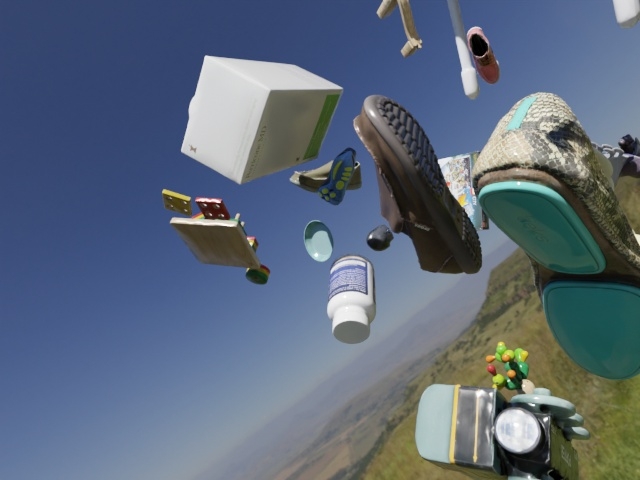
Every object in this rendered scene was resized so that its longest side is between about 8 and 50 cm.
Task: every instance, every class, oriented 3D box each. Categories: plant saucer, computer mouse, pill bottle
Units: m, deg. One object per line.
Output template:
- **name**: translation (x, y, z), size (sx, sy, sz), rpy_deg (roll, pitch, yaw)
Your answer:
- **plant saucer**: translation (0.000, 0.000, 1.298), size (0.021, 0.119, 0.119), rpy_deg (-15, -27, -41)
- **computer mouse**: translation (0.221, -0.036, 1.402), size (0.242, 0.071, 0.041), rpy_deg (-34, -10, -43)
- **pill bottle**: translation (0.061, 0.113, 0.891), size (0.094, 0.094, 0.169), rpy_deg (-48, 22, 33)

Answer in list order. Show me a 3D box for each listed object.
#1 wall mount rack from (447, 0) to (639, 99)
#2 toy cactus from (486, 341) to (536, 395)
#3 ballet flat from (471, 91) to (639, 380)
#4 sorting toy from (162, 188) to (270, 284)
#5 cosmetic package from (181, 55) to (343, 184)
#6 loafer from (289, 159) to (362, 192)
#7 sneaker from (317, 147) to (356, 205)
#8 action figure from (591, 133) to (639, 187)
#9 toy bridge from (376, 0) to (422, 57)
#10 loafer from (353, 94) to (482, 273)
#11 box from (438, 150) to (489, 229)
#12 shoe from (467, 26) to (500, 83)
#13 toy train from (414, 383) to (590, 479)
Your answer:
- **wall mount rack**: translation (0.146, -0.316, 0.454), size (0.131, 0.304, 0.350), rpy_deg (-58, 17, -11)
- **toy cactus**: translation (0.535, 0.379, 1.264), size (0.112, 0.181, 0.219), rpy_deg (-38, -16, 27)
- **ballet flat**: translation (0.355, 0.005, 0.601), size (0.164, 0.483, 0.182), rpy_deg (2, 55, 49)
- **sorting toy**: translation (-0.188, -0.012, 0.839), size (0.275, 0.132, 0.046), rpy_deg (70, -151, -52)
- **cosmetic package**: translation (-0.109, -0.267, 0.985), size (0.365, 0.155, 0.197), rpy_deg (-40, -24, -60)
- **loafer**: translation (0.020, -0.194, 1.324), size (0.251, 0.094, 0.088), rpy_deg (-10, -61, -39)
- **sneaker**: translation (0.046, -0.152, 1.110), size (0.078, 0.067, 0.188), rpy_deg (-58, -2, -35)
- **action figure**: translation (0.556, -0.129, 0.780), size (0.284, 0.099, 0.185), rpy_deg (-6, 15, -10)
- **toy bridge**: translation (0.118, -0.402, 0.770), size (0.026, 0.188, 0.063), rpy_deg (-32, -2, -20)
- **loafer**: translation (0.149, -0.069, 0.782), size (0.130, 0.366, 0.134), rpy_deg (-22, 24, 31)
- **box**: translation (0.429, -0.143, 1.404), size (0.044, 0.233, 0.159), rpy_deg (0, -3, -43)
- **shoe**: translation (0.479, -0.535, 1.343), size (0.063, 0.178, 0.081), rpy_deg (-20, 24, 29)
- **toy train**: translation (0.272, 0.297, 0.656), size (0.190, 0.142, 0.334), rpy_deg (-5, -31, 34)
